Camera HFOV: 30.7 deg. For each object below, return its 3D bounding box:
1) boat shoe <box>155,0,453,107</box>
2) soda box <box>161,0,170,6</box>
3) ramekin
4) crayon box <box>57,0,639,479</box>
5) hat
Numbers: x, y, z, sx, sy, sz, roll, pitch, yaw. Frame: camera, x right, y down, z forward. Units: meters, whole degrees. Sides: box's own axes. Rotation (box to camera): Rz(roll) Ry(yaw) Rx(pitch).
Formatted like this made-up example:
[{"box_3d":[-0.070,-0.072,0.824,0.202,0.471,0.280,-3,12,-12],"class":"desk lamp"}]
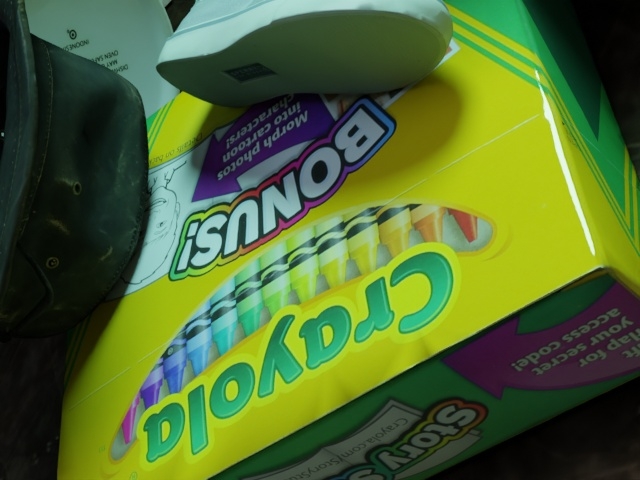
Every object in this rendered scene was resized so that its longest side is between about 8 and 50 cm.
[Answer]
[{"box_3d":[-0.012,-0.131,0.660,0.227,0.079,0.081,0,67,50],"class":"boat shoe"},{"box_3d":[-0.248,-0.198,1.157,0.216,0.074,0.069,-44,38,14],"class":"soda box"},{"box_3d":[-0.231,-0.133,0.941,0.127,0.273,0.272,3,64,37],"class":"ramekin"},{"box_3d":[0.000,0.000,0.700,0.363,0.106,0.313,-33,42,27],"class":"crayon box"},{"box_3d":[-0.186,-0.036,0.737,0.331,0.134,0.331,-25,60,52],"class":"hat"}]
